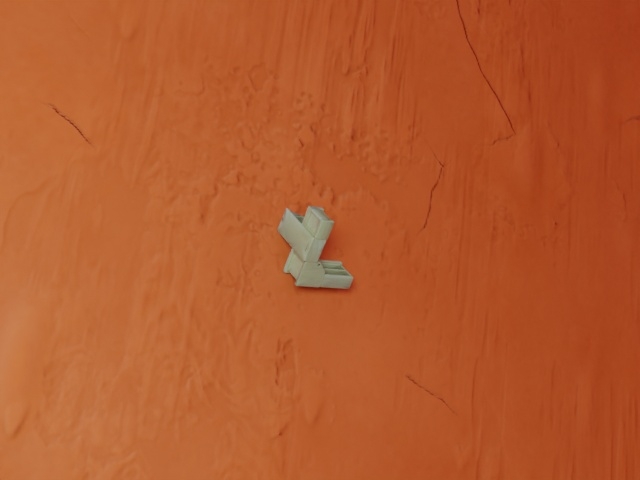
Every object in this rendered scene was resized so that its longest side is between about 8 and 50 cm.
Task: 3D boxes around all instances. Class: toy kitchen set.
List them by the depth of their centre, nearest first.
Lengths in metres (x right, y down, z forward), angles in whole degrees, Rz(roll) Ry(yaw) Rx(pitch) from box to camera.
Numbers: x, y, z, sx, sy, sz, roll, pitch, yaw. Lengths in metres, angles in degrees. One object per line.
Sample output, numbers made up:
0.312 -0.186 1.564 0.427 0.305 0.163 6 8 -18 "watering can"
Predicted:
0.000 0.000 1.632 0.075 0.083 0.068 5 28 -35 "toy kitchen set"
